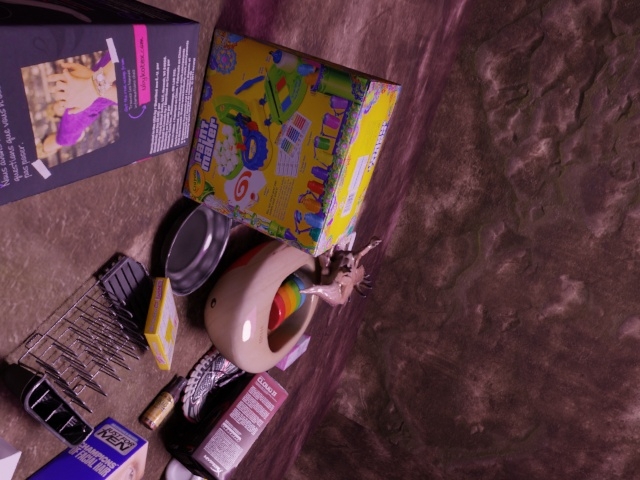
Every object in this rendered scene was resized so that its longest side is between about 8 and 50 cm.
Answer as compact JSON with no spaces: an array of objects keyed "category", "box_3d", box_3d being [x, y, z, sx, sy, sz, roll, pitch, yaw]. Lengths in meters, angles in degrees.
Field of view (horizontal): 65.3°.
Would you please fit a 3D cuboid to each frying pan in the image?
[{"category":"frying pan","box_3d":[-0.207,-0.037,0.985,0.326,0.053,0.197,-57,162,-31]}]

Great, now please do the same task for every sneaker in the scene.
[{"category":"sneaker","box_3d":[-0.242,0.326,1.274,0.299,0.112,0.121,-57,161,-23]}]

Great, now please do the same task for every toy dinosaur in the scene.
[{"category":"toy dinosaur","box_3d":[0.055,0.100,1.295,0.295,0.127,0.200,-47,149,-47]}]

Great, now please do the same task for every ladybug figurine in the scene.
[{"category":"ladybug figurine","box_3d":[-0.132,0.139,1.212,0.449,0.162,0.305,-26,123,-66]}]

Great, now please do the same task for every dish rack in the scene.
[{"category":"dish rack","box_3d":[-0.350,0.166,0.795,0.271,0.074,0.208,-55,162,-35]}]

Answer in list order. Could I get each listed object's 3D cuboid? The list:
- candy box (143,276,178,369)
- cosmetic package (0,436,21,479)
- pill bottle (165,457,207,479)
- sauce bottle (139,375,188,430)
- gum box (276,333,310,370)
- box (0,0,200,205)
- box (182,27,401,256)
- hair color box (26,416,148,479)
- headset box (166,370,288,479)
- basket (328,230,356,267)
[{"category":"candy box","box_3d":[-0.288,0.158,0.915,0.206,0.027,0.105,107,-16,-58]},{"category":"cosmetic package","box_3d":[-0.476,0.357,0.632,0.239,0.099,0.060,-67,164,4]},{"category":"pill bottle","box_3d":[-0.354,0.653,1.396,0.103,0.103,0.184,-59,162,-21]},{"category":"sauce bottle","box_3d":[-0.349,0.362,1.124,0.128,0.042,0.042,-55,161,-38]},{"category":"gum box","box_3d":[-0.119,0.353,1.687,0.188,0.107,0.062,-23,135,-66]},{"category":"box","box_3d":[-0.263,-0.150,0.463,0.270,0.165,0.143,-39,149,-56]},{"category":"box","box_3d":[-0.054,-0.173,0.869,0.177,0.279,0.289,-30,142,-62]},{"category":"hair color box","box_3d":[-0.458,0.488,0.853,0.339,0.110,0.185,-38,147,-60]},{"category":"headset box","box_3d":[-0.231,0.457,1.290,0.293,0.110,0.218,-49,-168,-33]},{"category":"basket","box_3d":[0.000,0.000,1.470,0.103,0.167,0.113,-28,140,-57]}]
